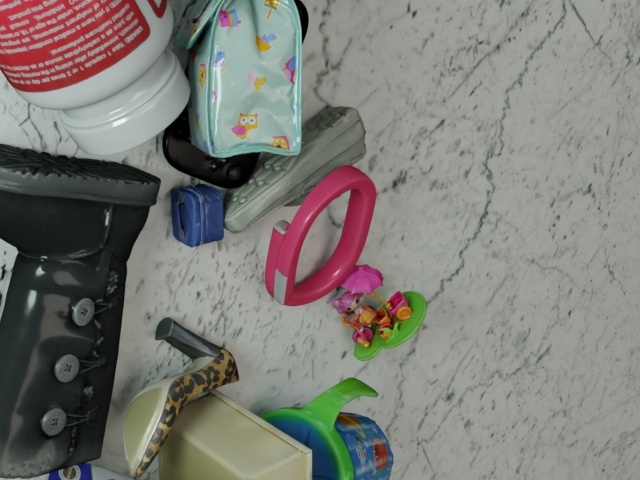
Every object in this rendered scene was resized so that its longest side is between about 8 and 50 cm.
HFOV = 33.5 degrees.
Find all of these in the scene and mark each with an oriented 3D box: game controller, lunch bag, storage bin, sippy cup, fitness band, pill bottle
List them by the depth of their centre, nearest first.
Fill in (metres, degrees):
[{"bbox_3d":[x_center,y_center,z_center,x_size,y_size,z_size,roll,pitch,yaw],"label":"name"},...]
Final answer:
[{"bbox_3d":[-0.323,-0.312,1.300,0.229,0.229,0.407,-45,131,-22],"label":"pill bottle"},{"bbox_3d":[-0.114,-0.253,1.477,0.160,0.223,0.262,-5,102,-13],"label":"lunch bag"},{"bbox_3d":[-0.130,-0.243,1.630,0.166,0.067,0.319,21,90,-46],"label":"game controller"},{"bbox_3d":[-0.193,-0.041,1.644,0.065,0.067,0.098,-19,117,-39],"label":"lunch bag"},{"bbox_3d":[-0.142,0.420,1.732,0.123,0.262,0.260,-18,118,-38],"label":"storage bin"},{"bbox_3d":[0.000,0.000,1.786,0.209,0.054,0.291,-32,150,-36],"label":"fitness band"},{"bbox_3d":[0.008,0.406,1.918,0.224,0.305,0.240,2,60,-55],"label":"sippy cup"}]

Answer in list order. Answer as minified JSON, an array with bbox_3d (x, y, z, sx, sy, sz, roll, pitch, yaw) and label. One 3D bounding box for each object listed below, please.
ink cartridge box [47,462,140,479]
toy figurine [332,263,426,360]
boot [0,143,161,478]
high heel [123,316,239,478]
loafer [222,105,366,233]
[{"bbox_3d":[-0.255,0.458,1.586,0.069,0.371,0.175,-34,141,-77],"label":"ink cartridge box"},{"bbox_3d":[0.082,0.118,1.966,0.173,0.130,0.159,-42,120,7],"label":"toy figurine"},{"bbox_3d":[-0.419,0.105,1.445,0.367,0.146,0.445,7,105,-43],"label":"boot"},{"bbox_3d":[-0.210,0.273,1.689,0.186,0.093,0.261,39,53,-40],"label":"high heel"},{"bbox_3d":[-0.035,-0.101,1.743,0.319,0.112,0.111,-40,121,-27],"label":"loafer"}]
